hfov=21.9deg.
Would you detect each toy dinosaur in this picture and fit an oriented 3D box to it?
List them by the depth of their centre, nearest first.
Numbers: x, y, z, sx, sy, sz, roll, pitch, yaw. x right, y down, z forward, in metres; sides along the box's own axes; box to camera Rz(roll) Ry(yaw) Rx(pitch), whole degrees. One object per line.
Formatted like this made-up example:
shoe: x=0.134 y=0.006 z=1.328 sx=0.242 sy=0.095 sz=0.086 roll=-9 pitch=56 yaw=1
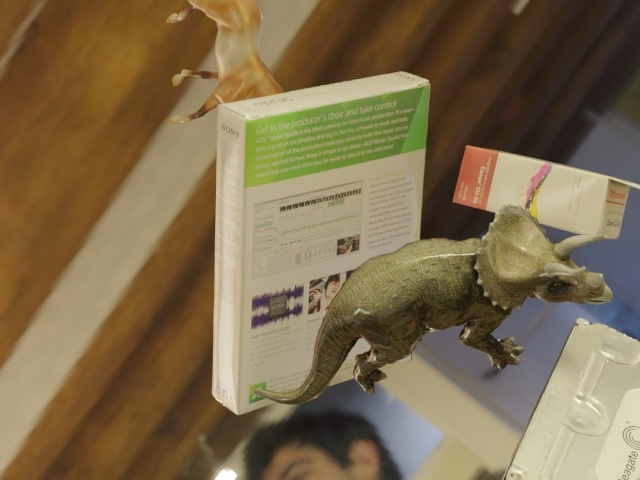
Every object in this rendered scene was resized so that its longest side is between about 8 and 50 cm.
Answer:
toy dinosaur: x=0.085 y=0.049 z=1.398 sx=0.313 sy=0.121 sz=0.160 roll=-11 pitch=-38 yaw=5

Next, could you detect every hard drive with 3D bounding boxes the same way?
hard drive: x=0.322 y=0.215 z=1.329 sx=0.237 sy=0.339 sz=0.064 roll=-54 pitch=-14 yaw=-47

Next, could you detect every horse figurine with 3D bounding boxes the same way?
horse figurine: x=-0.128 y=-0.255 z=2.141 sx=0.066 sy=0.174 sz=0.263 roll=-27 pitch=-68 yaw=-60

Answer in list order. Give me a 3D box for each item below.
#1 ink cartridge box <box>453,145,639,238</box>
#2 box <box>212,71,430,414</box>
ink cartridge box: x=0.255 y=-0.046 z=1.750 sx=0.115 sy=0.198 sz=0.067 roll=1 pitch=-77 yaw=-67
box: x=0.000 y=0.000 z=1.684 sx=0.232 sy=0.058 sz=0.322 roll=-14 pitch=-61 yaw=-35
